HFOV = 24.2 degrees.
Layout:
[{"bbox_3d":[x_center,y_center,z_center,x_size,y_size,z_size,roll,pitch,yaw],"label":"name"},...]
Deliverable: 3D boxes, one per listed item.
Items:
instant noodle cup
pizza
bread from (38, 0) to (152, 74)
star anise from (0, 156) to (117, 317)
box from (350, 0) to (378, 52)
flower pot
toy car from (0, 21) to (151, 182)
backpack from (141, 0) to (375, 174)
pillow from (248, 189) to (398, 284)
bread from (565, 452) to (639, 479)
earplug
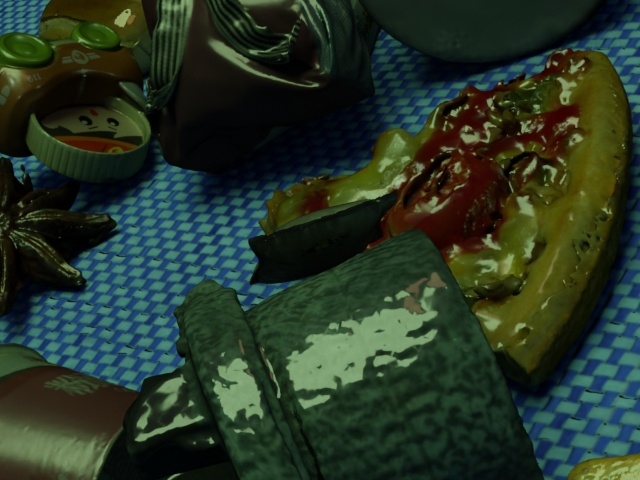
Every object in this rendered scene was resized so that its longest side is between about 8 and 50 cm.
[{"bbox_3d":[-0.219,0.215,1.290,0.178,0.235,0.235,6,46,27],"label":"instant noodle cup"},{"bbox_3d":[0.099,-0.032,1.451,0.406,0.130,0.440,-7,40,26],"label":"pizza"},{"bbox_3d":[-0.306,-0.305,2.116,0.236,0.106,0.140,9,51,44],"label":"bread"},{"bbox_3d":[-0.380,0.008,1.772,0.272,0.102,0.272,4,44,-4],"label":"star anise"},{"bbox_3d":[-0.052,-0.240,1.881,0.243,0.067,0.155,-12,39,25],"label":"box"},{"bbox_3d":[-0.006,0.142,1.164,0.282,0.299,0.299,-26,34,-2],"label":"flower pot"},{"bbox_3d":[-0.300,-0.153,1.875,0.235,0.145,0.235,14,36,-10],"label":"toy car"},{"bbox_3d":[-0.091,-0.265,1.710,0.283,0.197,0.317,-22,70,29],"label":"backpack"},{"bbox_3d":[0.000,0.000,1.268,0.130,0.038,0.233,-17,-9,-7],"label":"pillow"},{"bbox_3d":[0.278,0.199,1.057,0.211,0.083,0.114,-13,40,22],"label":"bread"},{"bbox_3d":[0.188,-0.434,1.757,0.312,0.313,0.394,-18,33,17],"label":"earplug"}]
